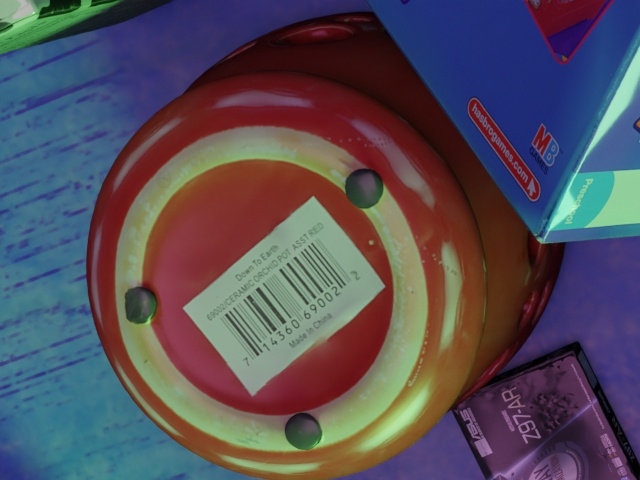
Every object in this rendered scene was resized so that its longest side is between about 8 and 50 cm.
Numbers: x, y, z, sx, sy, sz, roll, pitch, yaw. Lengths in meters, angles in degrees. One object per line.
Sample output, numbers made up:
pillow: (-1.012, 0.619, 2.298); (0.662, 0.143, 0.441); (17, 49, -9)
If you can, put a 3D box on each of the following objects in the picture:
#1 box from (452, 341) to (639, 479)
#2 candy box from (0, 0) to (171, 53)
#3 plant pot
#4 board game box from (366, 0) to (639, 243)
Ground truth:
box: (0.108, 0.098, 0.887); (0.067, 0.018, 0.083); (-25, 94, 19)
candy box: (-0.129, -0.163, 0.787); (0.071, 0.233, 0.159); (-22, 94, 19)
plant pot: (0.000, 0.000, 0.818); (0.191, 0.174, 0.191); (3, 100, 17)
board game box: (0.067, -0.202, 0.668); (0.347, 0.078, 0.233); (59, 139, 37)
